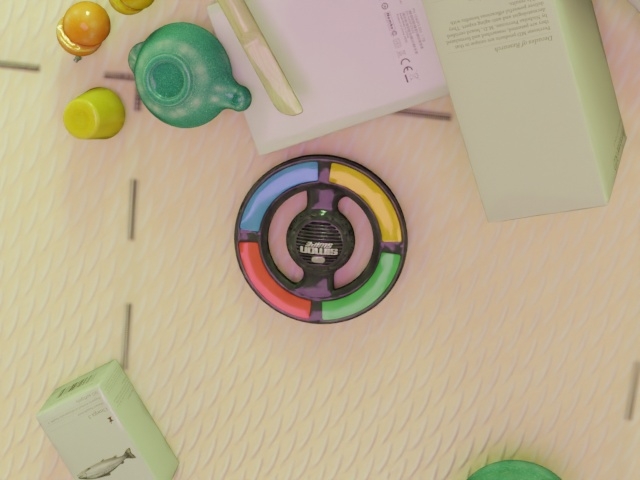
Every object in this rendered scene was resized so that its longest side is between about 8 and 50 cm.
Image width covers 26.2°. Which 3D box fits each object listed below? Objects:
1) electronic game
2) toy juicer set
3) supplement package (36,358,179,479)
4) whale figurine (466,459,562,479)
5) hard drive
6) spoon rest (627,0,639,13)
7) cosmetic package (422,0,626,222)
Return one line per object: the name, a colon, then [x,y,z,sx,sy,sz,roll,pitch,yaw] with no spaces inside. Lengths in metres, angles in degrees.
electronic game: [0.000,0.000,1.803,0.229,0.048,0.229,1,105,4]
toy juicer set: [-0.182,-0.243,1.730,0.329,0.089,0.209,-5,101,20]
supplement package: [-0.287,0.273,1.872,0.105,0.105,0.179,-28,101,11]
whale figurine: [0.250,0.406,1.863,0.216,0.141,0.272,16,130,1]
hard drive: [0.035,-0.250,1.737,0.307,0.040,0.203,-17,103,10]
spoon rest: [0.421,-0.294,1.668,0.276,0.084,0.137,24,106,0]
cosmetic package: [0.234,-0.228,1.600,0.155,0.197,0.365,-10,116,24]
